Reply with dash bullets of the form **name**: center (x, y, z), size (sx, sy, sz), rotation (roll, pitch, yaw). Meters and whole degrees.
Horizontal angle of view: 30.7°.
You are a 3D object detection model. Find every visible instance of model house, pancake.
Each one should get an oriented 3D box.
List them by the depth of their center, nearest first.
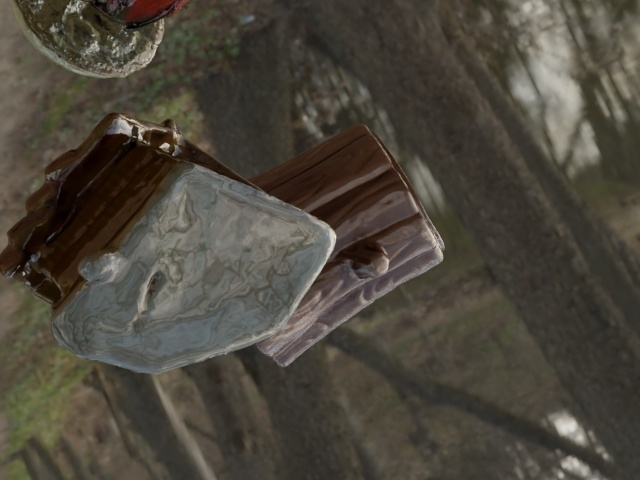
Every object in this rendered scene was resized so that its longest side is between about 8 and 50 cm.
- **model house**: center (-0.147, -0.002, 1.001), size (0.199, 0.219, 0.229), rotation (-55, -144, -2)
- **pancake**: center (-0.221, -0.226, 1.114), size (0.158, 0.158, 0.028), rotation (-20, 179, -33)

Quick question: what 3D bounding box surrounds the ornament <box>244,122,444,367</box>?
- **ornament**: center (0.000, 0.000, 1.238), size (0.217, 0.235, 0.221), rotation (-31, -157, 1)

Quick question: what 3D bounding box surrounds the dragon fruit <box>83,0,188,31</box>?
- **dragon fruit**: center (-0.148, -0.246, 0.987), size (0.142, 0.130, 0.121), rotation (-63, 180, 29)
